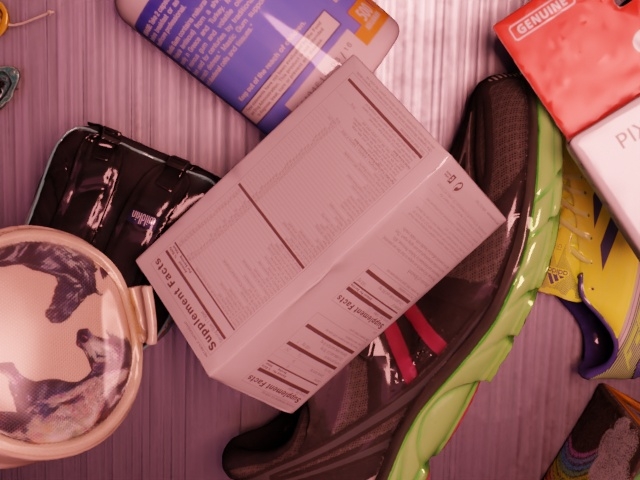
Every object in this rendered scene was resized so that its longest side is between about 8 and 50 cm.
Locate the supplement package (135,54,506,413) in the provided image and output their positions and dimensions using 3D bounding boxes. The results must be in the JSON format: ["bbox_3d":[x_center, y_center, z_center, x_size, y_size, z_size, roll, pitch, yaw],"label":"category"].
[{"bbox_3d":[0.000,0.000,0.890,0.244,0.134,0.139,-42,56,7],"label":"supplement package"}]

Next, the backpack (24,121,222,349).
[{"bbox_3d":[-0.185,0.008,0.991,0.166,0.144,0.188,23,84,-5],"label":"backpack"}]

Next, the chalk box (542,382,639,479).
[{"bbox_3d":[0.289,0.319,1.045,0.179,0.180,0.288,27,99,-6],"label":"chalk box"}]

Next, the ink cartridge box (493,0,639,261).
[{"bbox_3d":[0.313,-0.147,0.865,0.275,0.060,0.238,-33,89,9],"label":"ink cartridge box"}]

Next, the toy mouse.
[{"bbox_3d":[-0.334,-0.158,1.016,0.161,0.031,0.143,12,99,-4],"label":"toy mouse"}]

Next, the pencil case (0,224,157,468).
[{"bbox_3d":[-0.280,0.114,0.881,0.184,0.410,0.159,-20,86,-37],"label":"pencil case"}]

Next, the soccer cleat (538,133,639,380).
[{"bbox_3d":[0.253,-0.002,1.030,0.121,0.093,0.289,-19,101,-1],"label":"soccer cleat"}]

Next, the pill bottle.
[{"bbox_3d":[-0.079,-0.212,0.955,0.272,0.152,0.152,39,96,-8],"label":"pill bottle"}]

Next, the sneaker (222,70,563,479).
[{"bbox_3d":[0.064,0.056,0.992,0.202,0.185,0.482,28,94,-4],"label":"sneaker"}]

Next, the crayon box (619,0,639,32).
[{"bbox_3d":[0.453,-0.070,0.933,0.313,0.106,0.362,-14,93,9],"label":"crayon box"}]
